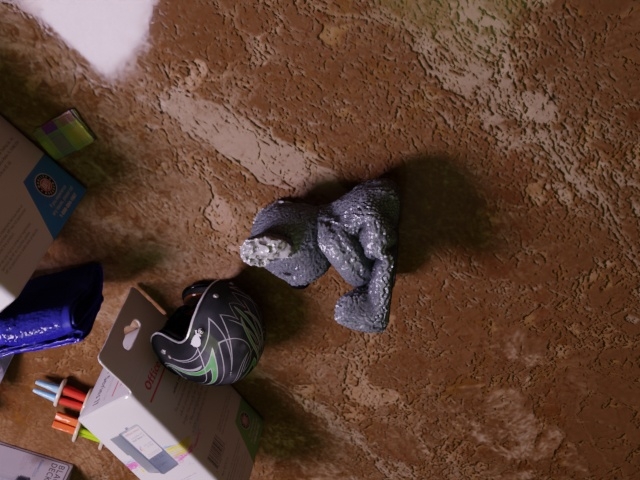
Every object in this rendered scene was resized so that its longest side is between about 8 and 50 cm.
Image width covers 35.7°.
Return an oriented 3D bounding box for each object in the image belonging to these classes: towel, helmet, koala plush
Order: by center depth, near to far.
[{"bbox_3d":[0.000,0.000,1.422,0.221,0.196,0.203,6,113,6],"label":"koala plush"},{"bbox_3d":[-0.381,-0.157,1.477,0.083,0.009,0.060,-24,118,24],"label":"towel"},{"bbox_3d":[-0.492,0.129,1.526,0.308,0.227,0.076,-12,106,4],"label":"towel"},{"bbox_3d":[-0.165,0.146,1.556,0.162,0.169,0.169,-9,124,34],"label":"helmet"}]

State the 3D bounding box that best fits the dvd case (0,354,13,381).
[{"bbox_3d":[-0.637,0.195,1.667,0.221,0.018,0.164,24,94,-30],"label":"dvd case"}]

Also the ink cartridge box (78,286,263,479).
[{"bbox_3d":[-0.258,0.272,1.629,0.119,0.207,0.353,-28,114,24],"label":"ink cartridge box"}]

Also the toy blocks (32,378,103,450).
[{"bbox_3d":[-0.446,0.306,1.779,0.148,0.054,0.123,21,125,-5],"label":"toy blocks"}]

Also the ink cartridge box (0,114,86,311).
[{"bbox_3d":[-0.567,-0.088,1.388,0.166,0.285,0.395,-35,111,29],"label":"ink cartridge box"}]

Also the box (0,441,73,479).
[{"bbox_3d":[-0.628,0.459,1.849,0.290,0.169,0.087,19,123,-2],"label":"box"}]
